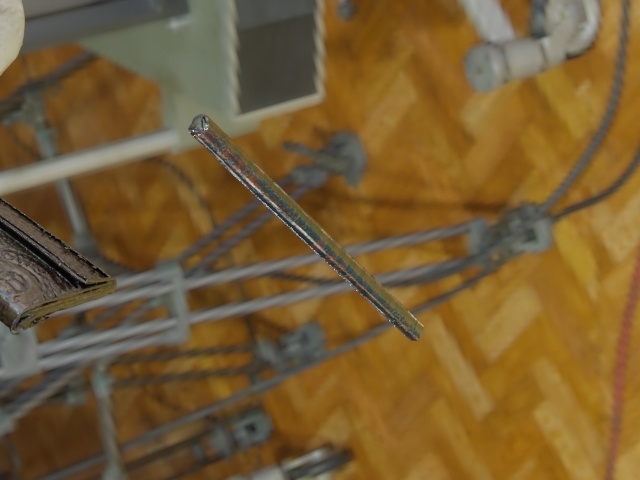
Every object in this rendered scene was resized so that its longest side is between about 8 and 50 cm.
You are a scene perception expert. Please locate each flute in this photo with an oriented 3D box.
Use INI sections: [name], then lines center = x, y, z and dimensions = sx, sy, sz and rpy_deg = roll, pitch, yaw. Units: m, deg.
[flute]
center = 0.000, 0.000, 0.936
dimensions = 0.014, 0.014, 0.269
rpy_deg = 41, 178, 37

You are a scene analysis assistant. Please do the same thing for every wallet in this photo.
[wallet]
center = -0.301, -0.012, 1.503
dimensions = 0.243, 0.133, 0.039
rpy_deg = 35, 117, 22

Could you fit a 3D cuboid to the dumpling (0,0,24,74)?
[dumpling]
center = -0.352, -0.214, 1.664
dimensions = 0.092, 0.176, 0.150
rpy_deg = -1, 111, 64
